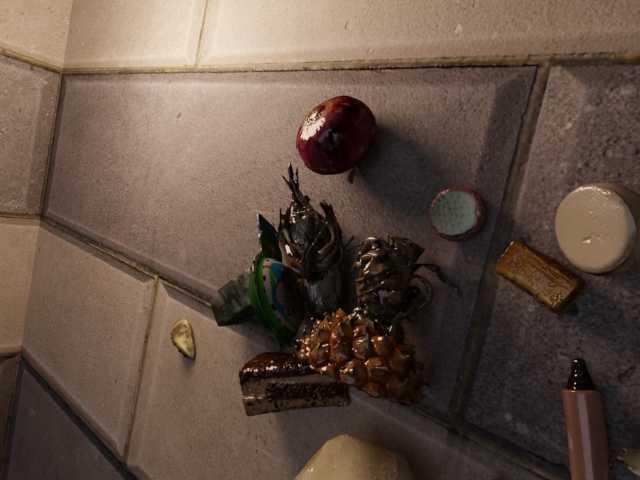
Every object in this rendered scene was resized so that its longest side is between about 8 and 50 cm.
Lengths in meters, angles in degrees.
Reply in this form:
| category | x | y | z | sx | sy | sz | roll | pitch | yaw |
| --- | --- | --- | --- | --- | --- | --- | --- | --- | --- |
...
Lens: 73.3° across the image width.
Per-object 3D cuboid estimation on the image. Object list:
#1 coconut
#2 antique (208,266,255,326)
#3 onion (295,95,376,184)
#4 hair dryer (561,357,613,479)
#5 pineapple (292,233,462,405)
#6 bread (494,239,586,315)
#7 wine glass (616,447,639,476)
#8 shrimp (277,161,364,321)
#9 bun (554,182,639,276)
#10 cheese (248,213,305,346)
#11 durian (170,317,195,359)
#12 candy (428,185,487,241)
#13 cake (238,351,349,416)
| category | x | y | z | sx | sy | sz | roll | pitch | yaw |
| --- | --- | --- | --- | --- | --- | --- | --- | --- | --- |
| coconut | 0.063 | 0.486 | 0.780 | 0.245 | 0.247 | 0.244 | 0 | 100 | -1 |
| antique | -0.184 | 0.138 | 1.079 | 0.183 | 0.088 | 0.086 | -36 | 68 | 30 |
| onion | 0.033 | -0.218 | 0.903 | 0.177 | 0.154 | 0.177 | -19 | 65 | 49 |
| hair dryer | 0.409 | 0.348 | 0.621 | 0.190 | 0.107 | 0.343 | -9 | 76 | 36 |
| pineapple | 0.112 | 0.120 | 0.790 | 0.263 | 0.263 | 0.271 | 20 | 89 | 36 |
| bread | 0.354 | 0.057 | 0.700 | 0.132 | 0.053 | 0.074 | 39 | 106 | 32 |
| wine glass | 0.488 | 0.208 | 0.519 | 0.156 | 0.156 | 0.232 | 23 | 89 | 36 |
| shrimp | 0.000 | 0.002 | 0.931 | 0.172 | 0.137 | 0.371 | -11 | 94 | -1 |
| bun | 0.426 | -0.019 | 0.630 | 0.138 | 0.094 | 0.138 | 173 | 90 | -71 |
| cheese | -0.102 | 0.082 | 0.968 | 0.083 | 0.204 | 0.320 | -21 | 56 | 15 |
| durian | -0.405 | 0.294 | 1.278 | 0.066 | 0.052 | 0.130 | -15 | 79 | -4 |
| candy | 0.251 | -0.049 | 0.789 | 0.103 | 0.043 | 0.103 | -2 | 86 | 34 |
| cake | -0.053 | 0.318 | 1.000 | 0.246 | 0.135 | 0.112 | -9 | 94 | 7 |
